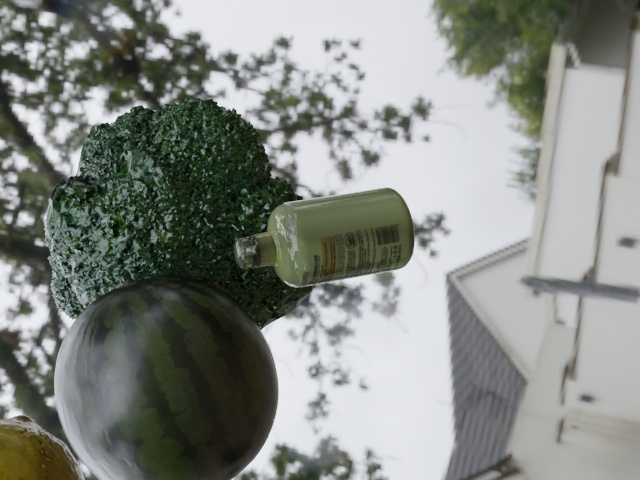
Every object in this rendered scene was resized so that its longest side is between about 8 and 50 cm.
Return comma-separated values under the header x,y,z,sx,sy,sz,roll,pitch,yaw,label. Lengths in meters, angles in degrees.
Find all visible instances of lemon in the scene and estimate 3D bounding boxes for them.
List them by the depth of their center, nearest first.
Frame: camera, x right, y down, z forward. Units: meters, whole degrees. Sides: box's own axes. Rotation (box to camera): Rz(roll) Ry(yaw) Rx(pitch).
x,y,z,sx,sy,sz,roll,pitch,yaw,label
-0.465,0.398,1.590,0.258,0.258,0.310,73,-165,-55,lemon

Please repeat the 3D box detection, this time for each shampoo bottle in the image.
x,y,z,sx,sy,sz,roll,pitch,yaw,label
0.000,0.000,1.018,0.079,0.162,0.079,170,90,-71,shampoo bottle

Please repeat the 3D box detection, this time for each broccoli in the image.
x,y,z,sx,sy,sz,roll,pitch,yaw,label
-0.147,-0.011,1.234,0.275,0.308,0.307,-70,-13,-73,broccoli

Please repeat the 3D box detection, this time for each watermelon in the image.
x,y,z,sx,sy,sz,roll,pitch,yaw,label
-0.145,0.135,1.047,0.212,0.212,0.212,11,-90,-71,watermelon
